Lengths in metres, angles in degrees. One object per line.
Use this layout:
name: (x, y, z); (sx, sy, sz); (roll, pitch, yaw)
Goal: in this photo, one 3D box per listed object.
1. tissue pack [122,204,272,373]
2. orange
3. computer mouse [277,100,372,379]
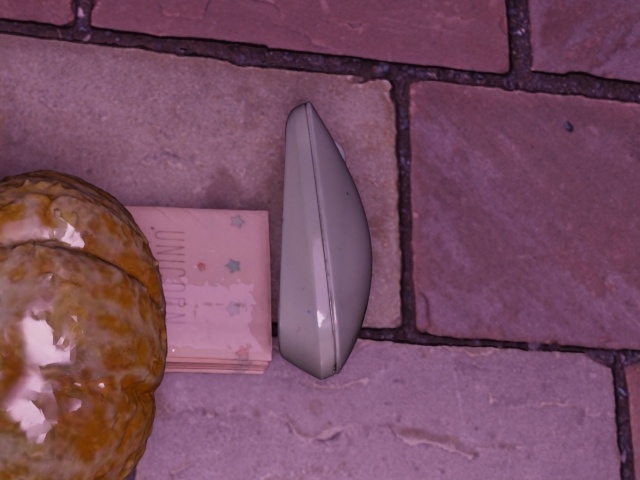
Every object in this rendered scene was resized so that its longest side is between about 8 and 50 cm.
tissue pack: (-0.214, 0.048, 1.770); (0.325, 0.071, 0.170); (2, 68, -14)
orange: (-0.274, 0.116, 1.595); (0.271, 0.210, 0.368); (15, 88, -16)
computer mouse: (0.006, 0.001, 1.798); (0.097, 0.159, 0.288); (1, 67, 3)
